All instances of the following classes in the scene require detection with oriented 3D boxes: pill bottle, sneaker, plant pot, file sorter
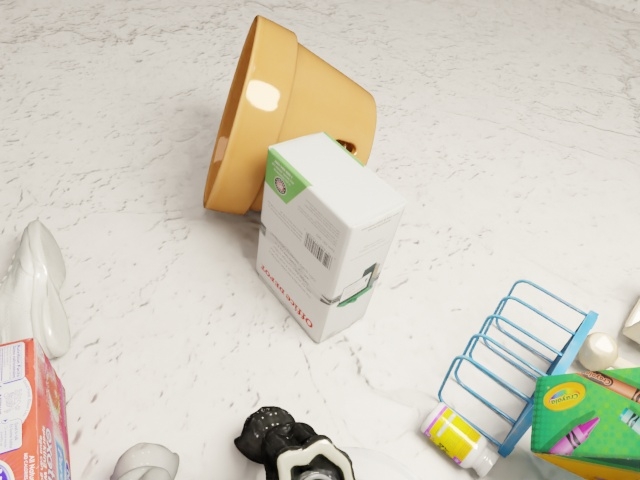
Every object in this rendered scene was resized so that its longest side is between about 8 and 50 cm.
[{"bbox_3d":[0.159,0.229,0.565,0.083,0.043,0.043,37,53,25],"label":"pill bottle"},{"bbox_3d":[-0.381,0.062,0.624,0.094,0.080,0.212,-18,53,-9],"label":"sneaker"},{"bbox_3d":[-0.047,-0.164,0.765,0.203,0.291,0.291,15,44,-18],"label":"plant pot"},{"bbox_3d":[0.239,0.147,0.606,0.104,0.118,0.170,34,51,26],"label":"file sorter"}]

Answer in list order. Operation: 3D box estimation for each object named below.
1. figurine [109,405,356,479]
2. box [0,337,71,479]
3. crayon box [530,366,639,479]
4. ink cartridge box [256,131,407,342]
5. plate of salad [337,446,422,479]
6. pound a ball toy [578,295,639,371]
[{"bbox_3d":[-0.099,0.219,0.452,0.214,0.209,0.093,-10,89,-17],"label":"figurine"},{"bbox_3d":[-0.299,0.234,0.435,0.128,0.123,0.257,-13,51,-19],"label":"box"},{"bbox_3d":[0.360,0.207,0.458,0.278,0.165,0.081,28,61,-17],"label":"crayon box"},{"bbox_3d":[0.000,0.000,0.638,0.092,0.220,0.160,-24,55,-32],"label":"ink cartridge box"},{"bbox_3d":[0.029,0.304,0.467,0.199,0.048,0.200,-7,56,11],"label":"plate of salad"},{"bbox_3d":[0.525,0.166,0.646,0.319,0.136,0.208,33,76,21],"label":"pound a ball toy"}]
